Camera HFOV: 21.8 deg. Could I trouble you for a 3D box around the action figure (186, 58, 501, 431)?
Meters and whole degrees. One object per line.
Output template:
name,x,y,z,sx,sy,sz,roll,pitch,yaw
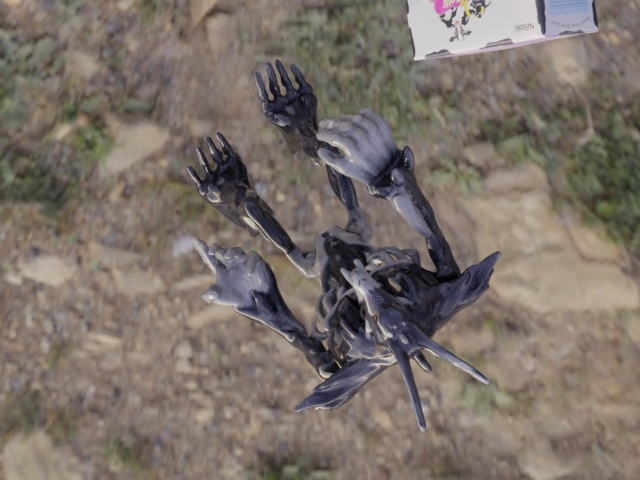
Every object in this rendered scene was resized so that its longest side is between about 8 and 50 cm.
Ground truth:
action figure,0.000,0.000,1.064,0.164,0.275,0.141,-42,133,3

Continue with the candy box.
candy box,0.143,-0.261,1.418,0.070,0.165,0.196,-12,95,-39
